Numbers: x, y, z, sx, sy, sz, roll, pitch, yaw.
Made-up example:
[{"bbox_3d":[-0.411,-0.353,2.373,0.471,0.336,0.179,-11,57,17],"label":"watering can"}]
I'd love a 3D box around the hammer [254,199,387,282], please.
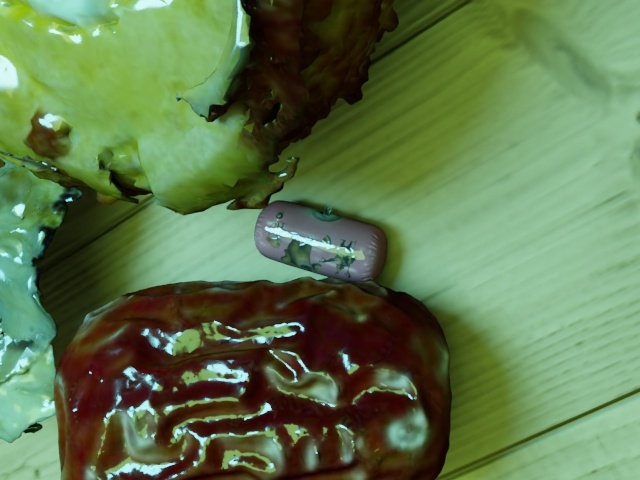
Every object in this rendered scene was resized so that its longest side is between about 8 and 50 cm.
[{"bbox_3d":[0.000,0.000,0.524,0.083,0.043,0.043,17,101,16],"label":"hammer"}]

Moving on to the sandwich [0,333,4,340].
[{"bbox_3d":[-0.291,0.082,0.633,0.135,0.029,0.067,6,99,17],"label":"sandwich"}]

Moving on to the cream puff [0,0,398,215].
[{"bbox_3d":[-0.094,-0.193,0.433,0.350,0.228,0.350,14,124,22],"label":"cream puff"}]

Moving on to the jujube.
[{"bbox_3d":[-0.038,0.097,0.496,0.230,0.155,0.155,-6,95,9],"label":"jujube"}]

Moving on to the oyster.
[{"bbox_3d":[-0.297,-0.012,0.565,0.355,0.107,0.201,32,102,27],"label":"oyster"}]
